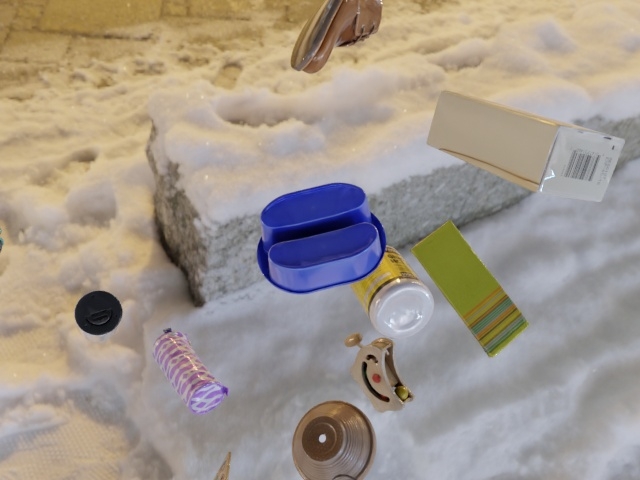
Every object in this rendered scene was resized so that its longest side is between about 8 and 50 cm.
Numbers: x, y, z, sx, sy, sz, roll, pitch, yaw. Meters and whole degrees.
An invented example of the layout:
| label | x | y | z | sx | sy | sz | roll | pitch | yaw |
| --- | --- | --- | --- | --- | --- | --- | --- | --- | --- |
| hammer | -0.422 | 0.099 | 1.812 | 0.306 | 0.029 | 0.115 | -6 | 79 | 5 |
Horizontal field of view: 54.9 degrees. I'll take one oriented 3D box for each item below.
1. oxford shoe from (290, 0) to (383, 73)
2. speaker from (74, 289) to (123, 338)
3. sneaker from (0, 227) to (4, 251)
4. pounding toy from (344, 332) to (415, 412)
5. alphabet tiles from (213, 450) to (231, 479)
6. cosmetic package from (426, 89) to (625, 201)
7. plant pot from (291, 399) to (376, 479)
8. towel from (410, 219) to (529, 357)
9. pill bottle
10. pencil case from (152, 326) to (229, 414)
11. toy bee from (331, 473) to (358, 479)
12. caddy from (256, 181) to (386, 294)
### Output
| label | x | y | z | sx | sy | sz | roll | pitch | yaw |
| --- | --- | --- | --- | --- | --- | --- | --- | --- | --- |
| oxford shoe | 0.032 | -0.252 | 0.701 | 0.076 | 0.076 | 0.212 | 41 | 54 | -19 |
| speaker | -0.280 | 0.098 | 0.777 | 0.055 | 0.136 | 0.055 | 4 | 77 | -19 |
| sneaker | -0.345 | 0.014 | 0.598 | 0.065 | 0.166 | 0.076 | 37 | 84 | -28 |
| pounding toy | 0.197 | 0.376 | 1.879 | 0.154 | 0.154 | 0.270 | -19 | 69 | -50 |
| alphabet tiles | -0.203 | 0.513 | 1.055 | 0.009 | 0.198 | 0.237 | 24 | 16 | -12 |
| cosmetic package | 0.346 | -0.174 | 1.090 | 0.160 | 0.113 | 0.309 | 5 | 19 | -27 |
| plant pot | 0.021 | 0.534 | 1.632 | 0.237 | 0.110 | 0.238 | -11 | 58 | 18 |
| towel | 0.266 | 0.085 | 1.100 | 0.102 | 0.021 | 0.237 | -35 | 84 | -19 |
| pill bottle | 0.191 | 0.128 | 1.843 | 0.187 | 0.188 | 0.334 | -4 | 27 | -15 |
| pencil case | -0.280 | 0.275 | 1.301 | 0.088 | 0.086 | 0.206 | -11 | 36 | -34 |
| toy bee | 0.097 | 0.649 | 1.231 | 0.298 | 0.162 | 0.195 | 36 | 96 | 7 |
| caddy | 0.000 | 0.000 | 1.578 | 0.341 | 0.179 | 0.241 | -13 | 62 | -3 |
